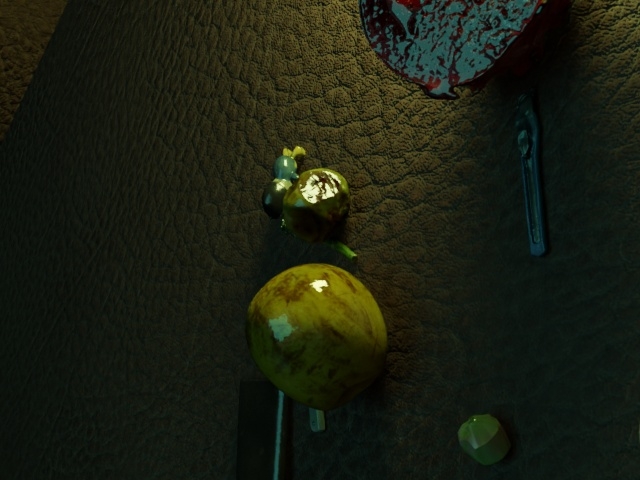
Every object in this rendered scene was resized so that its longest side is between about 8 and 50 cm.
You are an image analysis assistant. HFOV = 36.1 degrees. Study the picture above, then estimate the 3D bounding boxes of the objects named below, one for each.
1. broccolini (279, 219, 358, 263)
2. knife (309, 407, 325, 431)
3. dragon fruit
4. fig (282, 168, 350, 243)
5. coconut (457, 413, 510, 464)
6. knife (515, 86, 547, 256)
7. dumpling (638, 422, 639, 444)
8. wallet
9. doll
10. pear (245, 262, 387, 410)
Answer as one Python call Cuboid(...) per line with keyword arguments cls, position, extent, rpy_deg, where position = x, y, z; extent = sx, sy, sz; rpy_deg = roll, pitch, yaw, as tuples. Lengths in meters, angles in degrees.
Cuboid(cls="broccolini", position=(0.000, 0.000, 2.094), extent=(0.239, 0.051, 0.054), rpy_deg=(25, 128, 45))
Cuboid(cls="knife", position=(-0.015, 0.323, 2.067), extent=(0.044, 0.023, 0.162), rpy_deg=(-25, 65, 45))
Cuboid(cls="dragon fruit", position=(0.261, -0.422, 1.663), extent=(0.371, 0.249, 0.386), rpy_deg=(10, 96, 37))
Cuboid(cls="fig", position=(-0.013, -0.074, 2.036), extent=(0.166, 0.144, 0.154), rpy_deg=(-148, 53, -70))
Cuboid(cls="coconut", position=(0.272, 0.331, 1.651), extent=(0.082, 0.081, 0.083), rpy_deg=(-14, 29, 51))
Cuboid(cls="knife", position=(0.358, -0.117, 1.657), extent=(0.044, 0.026, 0.296), rpy_deg=(-14, 72, 38))
Cuboid(cls="dumpling", position=(0.496, 0.265, 1.364), extent=(0.111, 0.181, 0.155), rpy_deg=(31, 147, 14))
Cuboid(cls="wallet", position=(-0.127, 0.464, 2.175), extent=(0.170, 0.044, 0.321), rpy_deg=(-11, 72, 50))
Cuboid(cls="doll", position=(-0.078, -0.123, 2.182), extent=(0.102, 0.089, 0.179), rpy_deg=(-3, 59, 52))
Cuboid(cls="pear", position=(-0.003, 0.180, 1.873), extent=(0.281, 0.281, 0.280), rpy_deg=(-12, 75, 51))
